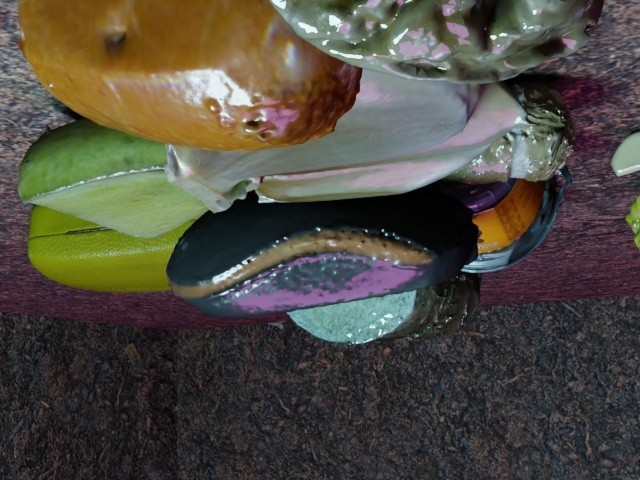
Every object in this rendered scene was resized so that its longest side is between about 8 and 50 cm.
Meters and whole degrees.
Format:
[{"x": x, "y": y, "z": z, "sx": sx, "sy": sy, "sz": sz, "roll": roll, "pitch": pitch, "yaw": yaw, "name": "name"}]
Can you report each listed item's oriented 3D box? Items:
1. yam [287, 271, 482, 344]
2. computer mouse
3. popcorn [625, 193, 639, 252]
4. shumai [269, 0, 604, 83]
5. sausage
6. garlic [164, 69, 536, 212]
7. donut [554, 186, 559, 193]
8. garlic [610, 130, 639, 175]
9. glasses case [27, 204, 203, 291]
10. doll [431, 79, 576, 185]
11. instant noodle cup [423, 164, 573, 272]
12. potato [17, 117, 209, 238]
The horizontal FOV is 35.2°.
[{"x": 0.113, "y": 0.068, "z": 1.693, "sx": 0.241, "sy": 0.241, "sz": 0.348, "roll": -7, "pitch": 170, "yaw": 31, "name": "yam"}, {"x": -0.001, "y": -0.005, "z": 1.034, "sx": 0.323, "sy": 0.116, "sz": 0.183, "roll": -9, "pitch": -158, "yaw": 3, "name": "computer mouse"}, {"x": 0.515, "y": -0.035, "z": 1.451, "sx": 0.126, "sy": 0.126, "sz": 0.145, "roll": -11, "pitch": 148, "yaw": -29, "name": "popcorn"}, {"x": 0.071, "y": -0.179, "z": 0.505, "sx": 0.206, "sy": 0.166, "sz": 0.175, "roll": 3, "pitch": 164, "yaw": -14, "name": "shumai"}, {"x": -0.089, "y": -0.139, "z": 0.665, "sx": 0.268, "sy": 0.153, "sz": 0.141, "roll": 12, "pitch": -176, "yaw": 37, "name": "sausage"}, {"x": 0.002, "y": -0.119, "z": 0.861, "sx": 0.325, "sy": 0.132, "sz": 0.279, "roll": -16, "pitch": 163, "yaw": 19, "name": "garlic"}, {"x": 0.272, "y": -0.046, "z": 1.507, "sx": 0.175, "sy": 0.068, "sz": 0.174, "roll": -2, "pitch": 171, "yaw": 0, "name": "donut"}, {"x": 0.392, "y": -0.106, "z": 1.221, "sx": 0.083, "sy": 0.053, "sz": 0.041, "roll": -16, "pitch": 162, "yaw": 27, "name": "garlic"}, {"x": -0.261, "y": 0.003, "z": 1.528, "sx": 0.371, "sy": 0.141, "sz": 0.173, "roll": -5, "pitch": 170, "yaw": 23, "name": "glasses case"}, {"x": 0.151, "y": -0.110, "z": 1.046, "sx": 0.221, "sy": 0.105, "sz": 0.115, "roll": 1, "pitch": -164, "yaw": 18, "name": "doll"}, {"x": 0.177, "y": -0.066, "z": 1.157, "sx": 0.208, "sy": 0.177, "sz": 0.125, "roll": -32, "pitch": 150, "yaw": 5, "name": "instant noodle cup"}, {"x": -0.149, "y": -0.093, "z": 1.108, "sx": 0.255, "sy": 0.112, "sz": 0.269, "roll": -12, "pitch": 169, "yaw": 19, "name": "potato"}]
